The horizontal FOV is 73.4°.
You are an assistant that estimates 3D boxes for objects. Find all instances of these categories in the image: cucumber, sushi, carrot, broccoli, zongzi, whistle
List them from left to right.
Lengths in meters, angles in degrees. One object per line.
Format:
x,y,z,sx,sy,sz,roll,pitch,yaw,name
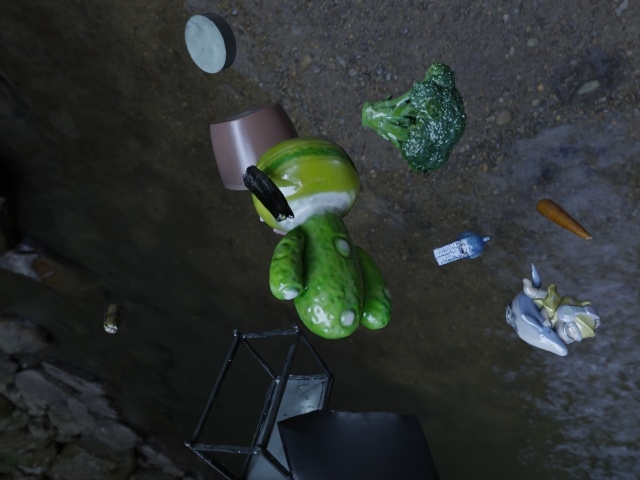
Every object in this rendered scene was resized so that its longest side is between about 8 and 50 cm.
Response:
-0.470,0.195,0.964,0.040,0.076,0.083,16,117,-26,zongzi
-0.074,-0.069,0.610,0.135,0.033,0.034,42,127,44,cucumber
0.057,0.397,0.778,0.227,0.215,0.212,-14,166,-16,sushi
0.233,-0.312,1.084,0.269,0.269,0.254,5,171,21,broccoli
0.415,0.018,1.249,0.158,0.090,0.090,-23,123,31,whistle
0.584,-0.051,1.032,0.048,0.216,0.048,-1,115,-2,carrot

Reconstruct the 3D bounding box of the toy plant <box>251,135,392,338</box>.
0.000,0.000,0.689,0.224,0.316,0.184,8,144,-43,toy plant

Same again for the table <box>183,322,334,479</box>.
-0.139,0.445,1.149,0.222,0.335,0.272,-10,129,25,table

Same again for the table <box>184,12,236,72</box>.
-0.273,-0.490,1.066,0.133,0.043,0.133,21,133,24,table

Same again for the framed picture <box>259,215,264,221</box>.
-0.113,-0.101,1.494,0.168,0.128,0.023,1,117,9,framed picture

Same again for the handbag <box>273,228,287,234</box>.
-0.040,-0.071,1.203,0.205,0.116,0.179,11,167,-34,handbag

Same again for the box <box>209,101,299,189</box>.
-0.210,-0.312,1.395,0.301,0.301,0.216,-3,119,28,box

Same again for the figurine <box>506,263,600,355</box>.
0.514,0.159,0.967,0.184,0.208,0.128,-12,142,21,figurine
